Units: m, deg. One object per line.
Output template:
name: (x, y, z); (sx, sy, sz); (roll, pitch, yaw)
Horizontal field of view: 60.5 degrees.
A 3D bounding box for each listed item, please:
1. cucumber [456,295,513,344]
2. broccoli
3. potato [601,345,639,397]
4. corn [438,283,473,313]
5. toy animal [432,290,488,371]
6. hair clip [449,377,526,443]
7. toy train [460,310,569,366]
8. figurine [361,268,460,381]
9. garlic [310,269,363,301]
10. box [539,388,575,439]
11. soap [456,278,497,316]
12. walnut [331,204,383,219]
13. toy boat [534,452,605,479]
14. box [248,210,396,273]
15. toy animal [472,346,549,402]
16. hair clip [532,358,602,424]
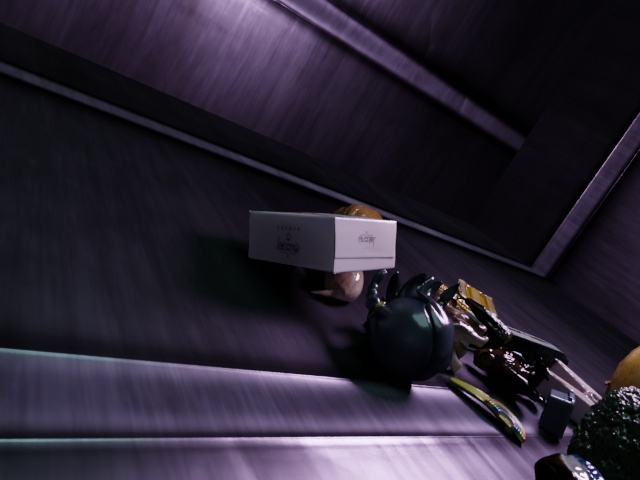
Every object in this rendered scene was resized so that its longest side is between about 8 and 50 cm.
cucumber: (0.399, 0.186, 1.337); (0.043, 0.039, 0.163); (-23, 47, -19)
broccoli: (0.635, 0.434, 1.067); (0.297, 0.297, 0.298); (-12, 82, -68)
potato: (0.972, 0.452, 1.473); (0.397, 0.296, 0.290); (29, 17, 4)
corn: (0.409, 0.203, 1.614); (0.207, 0.068, 0.068); (40, 16, 5)
toy animal: (0.311, 0.213, 1.336); (0.168, 0.121, 0.233); (41, 13, -3)
hair clip: (0.355, 0.346, 1.157); (0.188, 0.033, 0.060); (37, 14, 25)
toy train: (0.554, 0.300, 1.576); (0.406, 0.087, 0.088); (22, 12, -28)
figurine: (0.182, 0.168, 1.138); (0.196, 0.175, 0.265); (-2, 22, -12)
garlic: (0.040, 0.098, 1.312); (0.128, 0.091, 0.198); (12, 23, -3)
box: (0.535, 0.388, 1.243); (0.054, 0.099, 0.074); (20, 11, 25)
soap: (0.481, 0.205, 1.753); (0.135, 0.076, 0.233); (32, 15, 6)
walnut: (0.108, -0.029, 1.665); (0.167, 0.167, 0.207); (38, 20, 28)
toy boat: (0.434, 0.428, 0.875); (0.115, 0.114, 0.262); (15, 13, -5)
box: (0.000, -0.003, 1.222); (0.203, 0.116, 0.274); (-1, 5, -45)
toy animal: (0.458, 0.327, 1.335); (0.179, 0.116, 0.218); (7, 12, 11)
hair clip: (0.689, 0.441, 1.370); (0.331, 0.085, 0.101); (43, 21, 21)
